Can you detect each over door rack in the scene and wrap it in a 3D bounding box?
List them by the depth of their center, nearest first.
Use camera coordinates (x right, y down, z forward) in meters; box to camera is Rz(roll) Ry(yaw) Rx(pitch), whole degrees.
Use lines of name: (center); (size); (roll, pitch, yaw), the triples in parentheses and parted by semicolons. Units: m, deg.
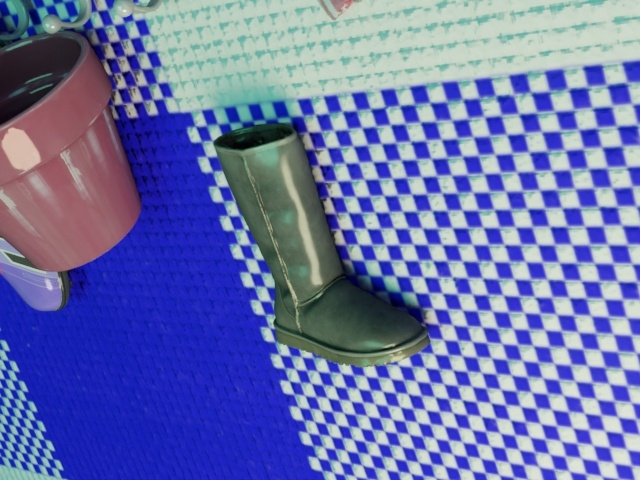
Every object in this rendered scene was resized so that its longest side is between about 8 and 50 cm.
over door rack: (-0.300, -0.327, 1.067); (0.239, 0.108, 0.324); (0, 123, 42)

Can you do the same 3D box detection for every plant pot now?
plant pot: (-0.272, -0.077, 1.185); (0.201, 0.201, 0.180); (5, 136, 41)

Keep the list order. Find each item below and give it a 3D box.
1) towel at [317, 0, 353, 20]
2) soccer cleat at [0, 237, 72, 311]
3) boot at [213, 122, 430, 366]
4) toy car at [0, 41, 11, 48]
towel: (0.017, -0.267, 0.891); (0.144, 0.029, 0.197); (54, 139, 1)
soccer cleat: (-0.399, -0.043, 1.366); (0.108, 0.116, 0.318); (-22, 101, 48)
boot: (-0.001, 0.001, 1.069); (0.189, 0.076, 0.208); (5, 113, 39)
toy car: (-0.396, -0.232, 1.223); (0.225, 0.239, 0.053); (43, -174, -21)
